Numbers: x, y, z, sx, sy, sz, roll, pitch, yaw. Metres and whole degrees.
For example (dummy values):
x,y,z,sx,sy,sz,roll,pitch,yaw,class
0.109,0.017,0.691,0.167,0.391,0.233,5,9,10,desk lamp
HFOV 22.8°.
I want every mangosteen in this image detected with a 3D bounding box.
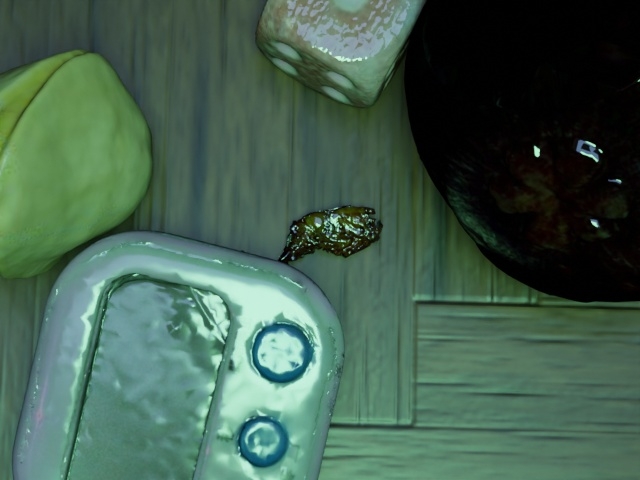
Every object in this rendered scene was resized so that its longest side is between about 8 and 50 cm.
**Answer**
x,y,z,sx,sy,sz,roll,pitch,yaw,class
0.191,-0.109,0.975,0.288,0.233,0.287,-19,54,29,mangosteen

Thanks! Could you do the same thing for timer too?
x,y,z,sx,sy,sz,roll,pitch,yaw,class
-0.088,0.103,1.001,0.191,0.069,0.208,14,92,-1,timer

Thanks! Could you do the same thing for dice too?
x,y,z,sx,sy,sz,roll,pitch,yaw,class
0.017,-0.148,1.042,0.093,0.091,0.094,30,80,3,dice

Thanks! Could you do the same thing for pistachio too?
x,y,z,sx,sy,sz,roll,pitch,yaw,class
-0.180,-0.052,0.970,0.117,0.200,0.145,22,104,18,pistachio

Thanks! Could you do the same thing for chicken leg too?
x,y,z,sx,sy,sz,roll,pitch,yaw,class
0.001,-0.002,1.054,0.083,0.021,0.036,-18,92,-5,chicken leg
